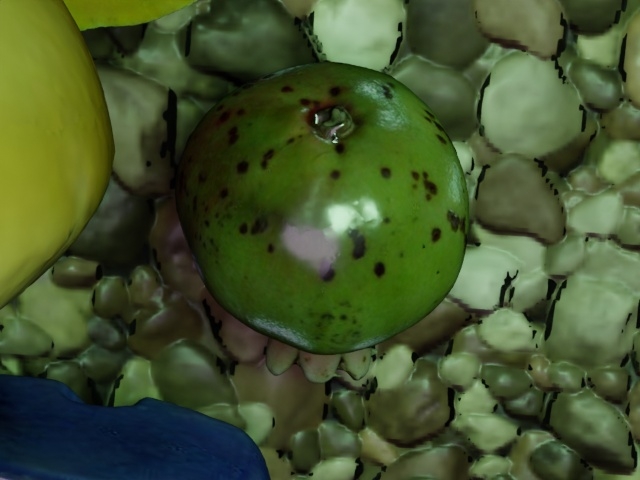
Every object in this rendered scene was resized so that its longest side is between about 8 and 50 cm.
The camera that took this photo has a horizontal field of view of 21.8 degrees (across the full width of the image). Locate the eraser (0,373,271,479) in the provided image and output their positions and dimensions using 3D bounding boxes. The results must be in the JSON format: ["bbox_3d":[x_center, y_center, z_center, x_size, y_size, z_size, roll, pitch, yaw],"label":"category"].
[{"bbox_3d":[-0.120,0.230,0.713,0.155,0.101,0.332,13,109,-5],"label":"eraser"}]

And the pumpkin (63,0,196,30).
[{"bbox_3d":[-0.087,-0.192,0.580,0.217,0.110,0.217,5,114,12],"label":"pumpkin"}]

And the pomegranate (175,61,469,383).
[{"bbox_3d":[0.000,0.000,0.641,0.114,0.114,0.142,4,137,-1],"label":"pomegranate"}]

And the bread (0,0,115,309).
[{"bbox_3d":[-0.265,-0.008,0.487,0.424,0.329,0.245,-13,121,47],"label":"bread"}]
